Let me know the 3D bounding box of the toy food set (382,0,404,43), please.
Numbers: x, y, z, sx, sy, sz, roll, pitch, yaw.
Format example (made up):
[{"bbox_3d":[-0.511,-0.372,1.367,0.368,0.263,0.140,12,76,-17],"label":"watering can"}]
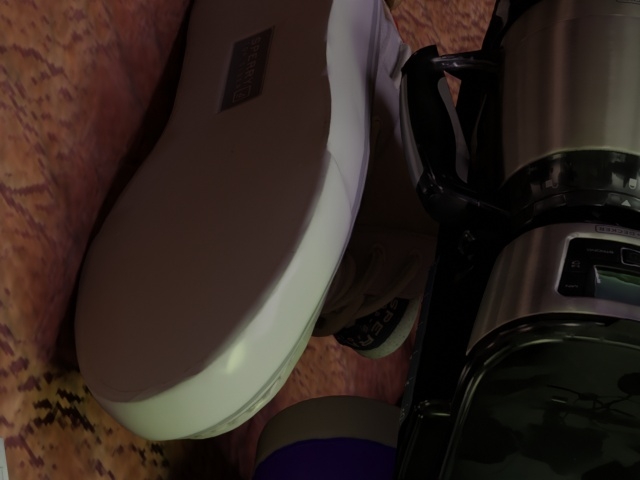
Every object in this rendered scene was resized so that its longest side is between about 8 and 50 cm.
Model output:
[{"bbox_3d":[0.010,-0.108,0.808,0.082,0.020,0.083,48,-12,36],"label":"toy food set"}]

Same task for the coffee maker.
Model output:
[{"bbox_3d":[0.091,0.025,0.658,0.171,0.120,0.178,71,23,-43],"label":"coffee maker"}]

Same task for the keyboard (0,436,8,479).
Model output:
[{"bbox_3d":[-0.090,0.174,0.516,0.072,0.014,0.256,0,80,-62],"label":"keyboard"}]

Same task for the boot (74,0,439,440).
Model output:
[{"bbox_3d":[0.000,0.000,0.687,0.123,0.095,0.258,56,30,-30],"label":"boot"}]

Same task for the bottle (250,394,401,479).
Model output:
[{"bbox_3d":[-0.001,0.176,0.603,0.283,0.092,0.118,-85,156,-42],"label":"bottle"}]
